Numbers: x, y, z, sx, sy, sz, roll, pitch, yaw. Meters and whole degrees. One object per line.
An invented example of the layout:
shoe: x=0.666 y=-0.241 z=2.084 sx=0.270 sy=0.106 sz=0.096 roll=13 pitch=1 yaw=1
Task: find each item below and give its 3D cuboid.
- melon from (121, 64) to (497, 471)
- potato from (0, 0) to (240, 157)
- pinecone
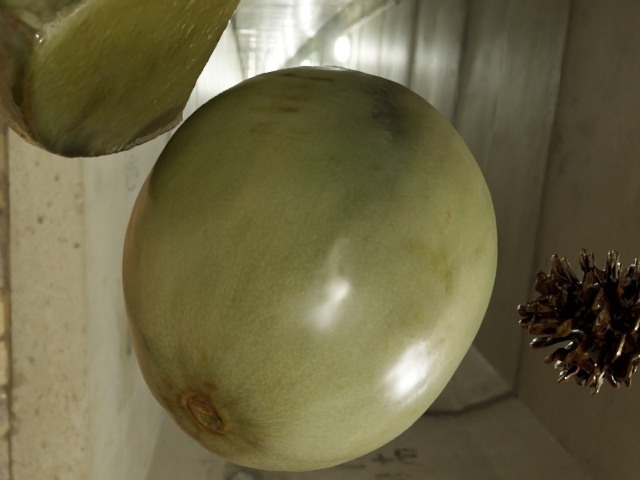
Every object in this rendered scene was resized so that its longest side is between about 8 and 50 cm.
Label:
melon: x=-0.003 y=0.010 z=0.535 sx=0.271 sy=0.272 sz=0.308 roll=2 pitch=-132 yaw=-6
potato: x=-0.137 y=-0.170 z=0.474 sx=0.112 sy=0.269 sz=0.255 roll=34 pitch=-149 yaw=2
pinecone: x=0.251 y=0.072 z=0.710 sx=0.120 sy=0.140 sz=0.140 roll=28 pitch=-165 yaw=13
